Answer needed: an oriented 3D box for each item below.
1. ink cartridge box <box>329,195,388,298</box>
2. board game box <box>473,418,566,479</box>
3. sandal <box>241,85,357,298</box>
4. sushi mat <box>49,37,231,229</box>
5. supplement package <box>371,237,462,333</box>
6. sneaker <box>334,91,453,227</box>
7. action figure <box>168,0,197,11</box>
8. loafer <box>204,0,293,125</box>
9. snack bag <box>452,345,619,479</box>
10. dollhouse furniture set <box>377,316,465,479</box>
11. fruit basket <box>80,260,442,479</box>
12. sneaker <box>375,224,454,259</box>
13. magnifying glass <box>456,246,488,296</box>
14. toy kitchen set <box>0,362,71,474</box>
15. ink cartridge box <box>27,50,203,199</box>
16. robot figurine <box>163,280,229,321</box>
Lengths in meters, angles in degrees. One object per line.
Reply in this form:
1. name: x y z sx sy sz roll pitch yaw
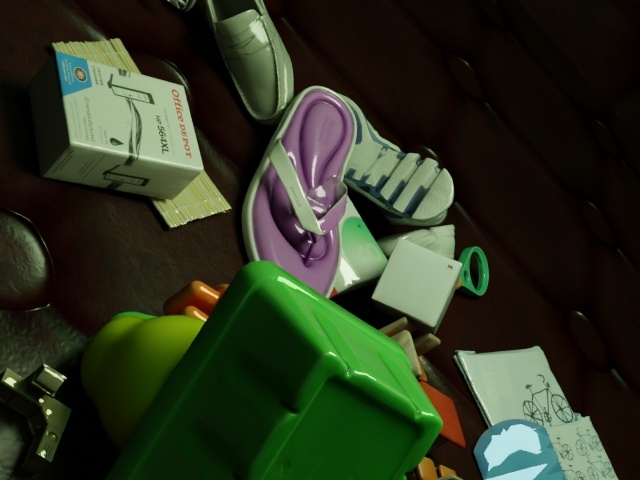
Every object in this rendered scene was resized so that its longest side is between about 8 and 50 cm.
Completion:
1. ink cartridge box: 0.000 0.000 1.719 0.224 0.056 0.181 -13 69 -58
2. board game box: 0.317 0.372 1.755 0.133 0.033 0.169 -12 66 -16
3. sandal: -0.019 -0.088 1.670 0.169 0.102 0.416 22 53 -21
4. sushi mat: -0.254 -0.159 1.571 0.316 0.019 0.151 56 32 5
5. supplement package: 0.149 0.074 1.688 0.105 0.105 0.179 25 -7 9
6. sneaker: 0.098 -0.110 1.884 0.315 0.127 0.182 37 -8 21
7. action figure: -0.259 -0.469 1.808 0.185 0.099 0.285 51 34 -18
8. loafer: -0.130 -0.341 1.786 0.111 0.112 0.319 -14 84 -67
9. snack bag: 0.392 0.333 1.921 0.323 0.037 0.343 4 56 -51
10. dollhouse furniture set: 0.135 0.225 1.544 0.259 0.135 0.262 35 33 -49
11. fruit basket: -0.101 0.208 1.173 0.283 0.392 0.392 34 36 -29
12. sneaker: 0.176 0.026 1.916 0.212 0.080 0.094 -8 89 -50
13. magnifying glass: 0.254 0.067 1.975 0.231 0.026 0.092 -17 99 -59
14. toy kitchen set: -0.298 0.177 1.128 0.083 0.068 0.075 39 34 -22
15. ink cartridge box: -0.269 -0.148 1.451 0.203 0.086 0.148 9 55 -41
16. robot figurine: -0.099 0.141 1.375 0.219 0.128 0.158 36 0 -26
